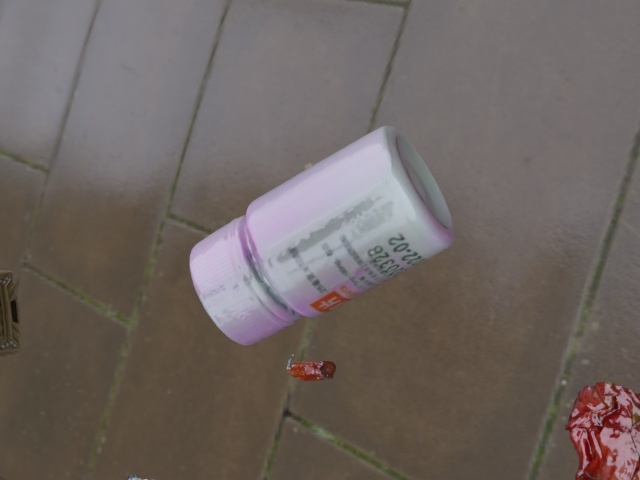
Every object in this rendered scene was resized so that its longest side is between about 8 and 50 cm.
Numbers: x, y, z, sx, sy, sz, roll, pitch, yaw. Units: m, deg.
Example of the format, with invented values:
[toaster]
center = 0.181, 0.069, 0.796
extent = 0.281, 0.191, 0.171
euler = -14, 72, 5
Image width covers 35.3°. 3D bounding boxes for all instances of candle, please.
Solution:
[candle]
center = -0.029, 0.252, 1.982
extent = 0.162, 0.053, 0.048
euler = -13, 111, 58

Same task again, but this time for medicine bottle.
[medicine bottle]
center = 0.000, 0.000, 1.600
extent = 0.388, 0.219, 0.219
euler = -30, 59, 17

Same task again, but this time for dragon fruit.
[dragon fruit]
center = 0.462, 0.358, 1.431
extent = 0.302, 0.240, 0.330
euler = -36, 69, -7

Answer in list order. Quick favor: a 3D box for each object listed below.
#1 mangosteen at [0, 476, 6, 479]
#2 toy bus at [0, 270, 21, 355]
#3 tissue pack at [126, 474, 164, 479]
[mangosteen]
center = -0.249, 0.232, 0.663
extent = 0.200, 0.200, 0.200
euler = -13, 71, 42
[toy bus]
center = -0.596, 0.124, 1.510
extent = 0.289, 0.157, 0.139
euler = -6, 88, 30
[tissue pack]
center = -0.133, 0.348, 0.917
extent = 0.073, 0.235, 0.173
euler = -2, 47, 39
